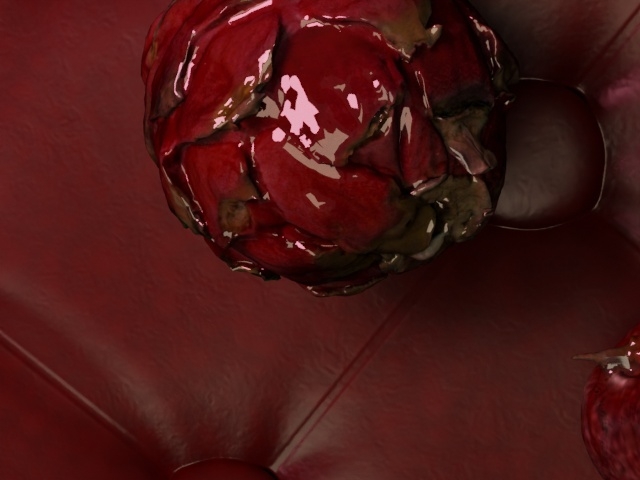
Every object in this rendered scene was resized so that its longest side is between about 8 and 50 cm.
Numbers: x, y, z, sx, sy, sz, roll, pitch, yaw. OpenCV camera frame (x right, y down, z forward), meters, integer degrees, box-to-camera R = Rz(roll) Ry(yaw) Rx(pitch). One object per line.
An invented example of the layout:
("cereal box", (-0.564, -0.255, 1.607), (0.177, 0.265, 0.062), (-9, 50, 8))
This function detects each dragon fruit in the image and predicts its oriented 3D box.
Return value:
("dragon fruit", (0.001, -0.110, 1.339), (0.329, 0.329, 0.329), (5, 107, 15))

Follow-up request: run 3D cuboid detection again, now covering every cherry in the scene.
("cherry", (0.357, 0.156, 1.374), (0.300, 0.203, 0.230), (32, 111, -11))
